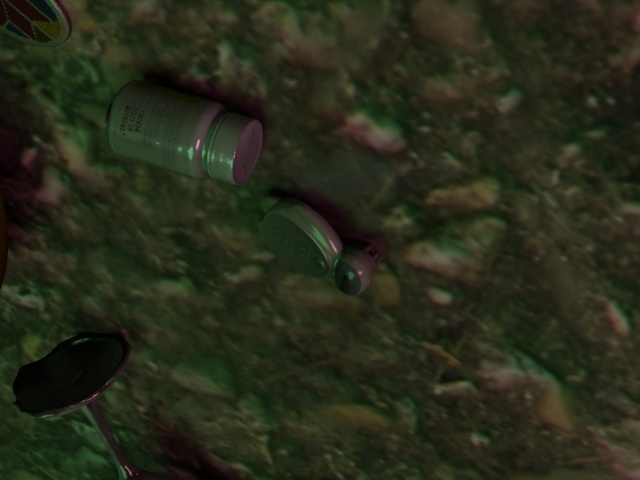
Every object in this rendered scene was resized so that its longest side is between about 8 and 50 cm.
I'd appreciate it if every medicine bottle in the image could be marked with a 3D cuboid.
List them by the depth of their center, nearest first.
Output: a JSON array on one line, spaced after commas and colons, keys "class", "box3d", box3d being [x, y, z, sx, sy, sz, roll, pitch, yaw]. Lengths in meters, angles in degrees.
[{"class": "medicine bottle", "box3d": [-0.079, -0.062, 0.947, 0.083, 0.047, 0.047, 16, 139, 17]}]

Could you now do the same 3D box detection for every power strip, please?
[{"class": "power strip", "box3d": [0.000, 0.000, 0.982, 0.083, 0.035, 0.055, 34, 143, 19]}]

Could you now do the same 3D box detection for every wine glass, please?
[{"class": "wine glass", "box3d": [-0.146, 0.164, 1.182, 0.122, 0.122, 0.183, -4, 126, 36]}]

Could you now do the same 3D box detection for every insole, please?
[{"class": "insole", "box3d": [-0.226, -0.179, 0.954, 0.193, 0.006, 0.065, 40, 140, -11]}]

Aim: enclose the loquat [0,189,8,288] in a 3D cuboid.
[{"class": "loquat", "box3d": [-0.300, -0.010, 1.031, 0.213, 0.213, 0.246, 17, 130, 18]}]
